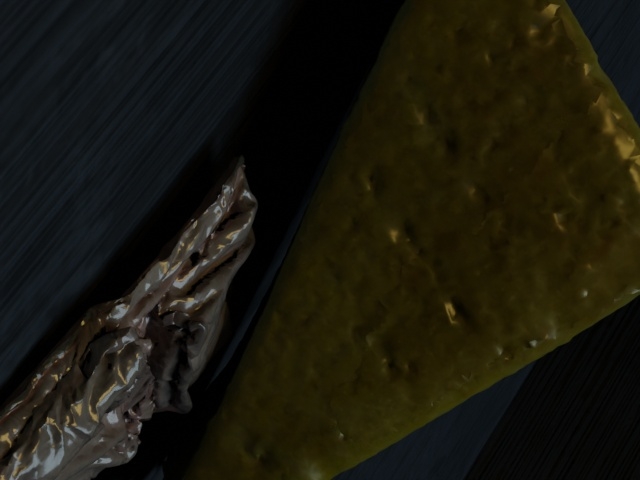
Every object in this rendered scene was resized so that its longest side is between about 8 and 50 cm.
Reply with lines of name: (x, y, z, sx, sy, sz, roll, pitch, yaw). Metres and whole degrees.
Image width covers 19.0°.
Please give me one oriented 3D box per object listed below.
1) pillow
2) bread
pillow: (-0.102, 0.075, 0.943, 0.248, 0.049, 0.135, -49, 167, -34)
bread: (0.000, 0.000, 1.077, 0.361, 0.245, 0.233, -33, -174, 6)
